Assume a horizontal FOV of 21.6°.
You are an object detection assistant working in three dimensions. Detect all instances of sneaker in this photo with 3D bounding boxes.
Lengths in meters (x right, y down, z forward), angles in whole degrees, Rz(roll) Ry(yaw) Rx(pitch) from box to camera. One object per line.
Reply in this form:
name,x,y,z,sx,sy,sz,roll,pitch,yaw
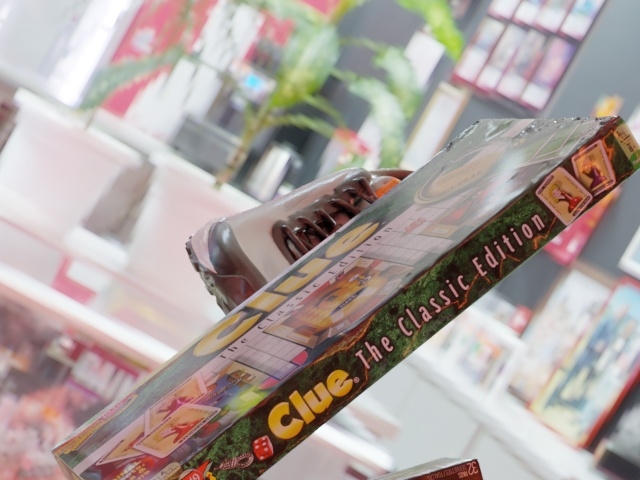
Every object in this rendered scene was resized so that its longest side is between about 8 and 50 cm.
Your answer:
sneaker,0.000,0.000,1.093,0.100,0.108,0.271,54,23,2

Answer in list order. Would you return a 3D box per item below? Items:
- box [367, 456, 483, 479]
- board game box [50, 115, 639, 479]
box,0.063,0.169,0.934,0.062,0.083,0.052,-14,-2,-18
board game box,0.007,0.031,0.715,0.030,0.259,0.136,55,-15,-12
